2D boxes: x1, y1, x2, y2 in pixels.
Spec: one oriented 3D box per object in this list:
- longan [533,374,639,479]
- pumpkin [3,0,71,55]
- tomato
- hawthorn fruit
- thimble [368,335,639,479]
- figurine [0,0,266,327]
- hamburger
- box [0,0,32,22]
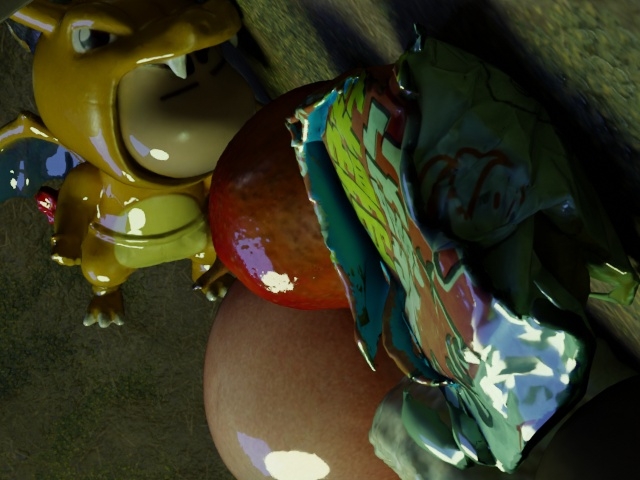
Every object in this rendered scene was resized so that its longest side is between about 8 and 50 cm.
[{"bbox_3d":[0.213,0.161,0.712,0.189,0.189,0.189,50,174,7],"label":"longan"},{"bbox_3d":[-0.297,-0.293,1.640,0.320,0.192,0.320,51,172,9],"label":"pumpkin"},{"bbox_3d":[0.026,0.150,1.342,0.321,0.321,0.321,50,174,7],"label":"tomato"},{"bbox_3d":[-0.012,-0.020,1.035,0.197,0.225,0.196,60,-177,-5],"label":"hawthorn fruit"},{"bbox_3d":[0.190,0.202,1.030,0.291,0.195,0.291,50,176,5],"label":"thimble"},{"bbox_3d":[-0.230,-0.109,1.426,0.268,0.400,0.387,-92,-1,-58],"label":"figurine"},{"bbox_3d":[0.102,-0.005,0.780,0.276,0.150,0.260,65,160,14],"label":"hamburger"},{"bbox_3d":[-0.129,-0.226,0.504,0.188,0.252,0.153,45,167,35],"label":"box"}]
